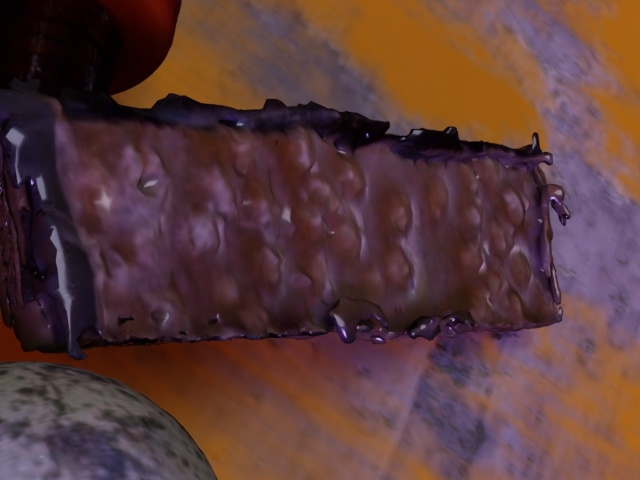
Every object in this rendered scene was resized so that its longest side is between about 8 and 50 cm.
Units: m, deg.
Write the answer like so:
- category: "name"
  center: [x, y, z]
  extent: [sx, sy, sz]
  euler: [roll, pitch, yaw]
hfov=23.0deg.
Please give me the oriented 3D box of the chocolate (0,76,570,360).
- category: "chocolate"
  center: [-0.005, -0.001, 0.635]
  extent: [0.329, 0.065, 0.102]
  euler: [2, 72, -49]

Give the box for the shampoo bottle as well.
- category: "shampoo bottle"
  center: [-0.104, -0.135, 0.665]
  extent: [0.104, 0.104, 0.278]
  euler: [23, 52, -21]

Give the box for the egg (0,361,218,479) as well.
- category: "egg"
  center: [-0.110, 0.108, 0.493]
  extent: [0.172, 0.132, 0.132]
  euler: [-14, 71, -28]
